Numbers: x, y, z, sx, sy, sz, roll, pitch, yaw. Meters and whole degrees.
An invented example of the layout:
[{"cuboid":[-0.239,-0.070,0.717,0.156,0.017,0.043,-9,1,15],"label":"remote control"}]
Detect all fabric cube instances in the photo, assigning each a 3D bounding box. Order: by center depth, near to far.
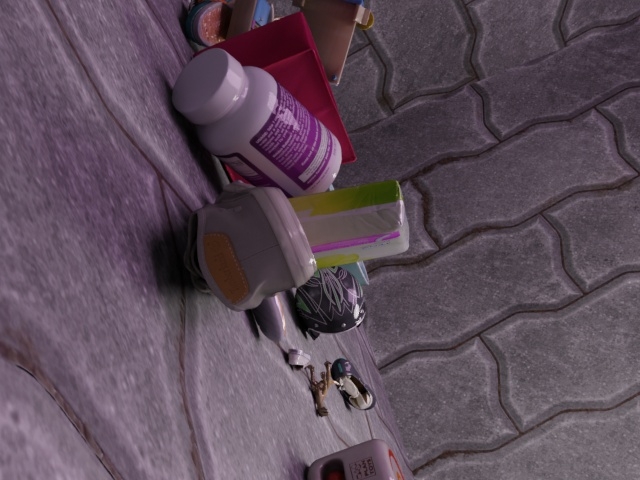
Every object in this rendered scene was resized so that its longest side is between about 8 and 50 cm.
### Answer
[{"cuboid":[-0.098,-0.273,1.660,0.258,0.254,0.259,-104,173,-58],"label":"fabric cube"}]

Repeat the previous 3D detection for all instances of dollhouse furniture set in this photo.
[{"cuboid":[-0.051,-0.426,1.880,0.198,0.304,0.286,-36,140,-81],"label":"dollhouse furniture set"}]

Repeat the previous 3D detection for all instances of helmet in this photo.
[{"cuboid":[0.021,0.137,1.800,0.161,0.170,0.169,98,-25,-65],"label":"helmet"}]

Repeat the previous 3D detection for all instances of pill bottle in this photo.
[{"cuboid":[-0.109,-0.195,1.414,0.301,0.169,0.169,38,26,-44],"label":"pill bottle"}]

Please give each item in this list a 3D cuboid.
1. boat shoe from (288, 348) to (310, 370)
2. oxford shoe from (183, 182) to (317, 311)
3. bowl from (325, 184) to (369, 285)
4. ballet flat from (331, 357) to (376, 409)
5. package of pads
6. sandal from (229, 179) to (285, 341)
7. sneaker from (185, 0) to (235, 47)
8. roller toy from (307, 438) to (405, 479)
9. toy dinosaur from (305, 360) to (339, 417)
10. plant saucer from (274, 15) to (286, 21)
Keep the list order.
[{"cuboid":[-0.041,0.223,1.500,0.100,0.035,0.035,67,30,-73],"label":"boat shoe"},{"cuboid":[-0.114,0.015,1.060,0.169,0.130,0.449,64,-10,-4],"label":"oxford shoe"},{"cuboid":[0.000,0.000,2.156,0.311,0.163,0.311,-21,90,-86],"label":"bowl"},{"cuboid":[0.086,0.380,2.046,0.203,0.074,0.074,59,10,-34],"label":"ballet flat"},{"cuboid":[0.009,-0.016,1.468,0.229,0.297,0.101,51,31,-76],"label":"package of pads"},{"cuboid":[-0.089,0.029,1.317,0.102,0.076,0.265,-12,-85,59],"label":"sandal"},{"cuboid":[-0.261,-0.507,1.873,0.302,0.121,0.108,-54,151,-64],"label":"sneaker"},{"cuboid":[0.075,0.412,1.255,0.209,0.146,0.191,40,28,-80],"label":"roller toy"},{"cuboid":[0.001,0.294,1.646,0.183,0.053,0.092,-59,144,-75],"label":"toy dinosaur"},{"cuboid":[-0.135,-0.484,2.232,0.041,0.278,0.277,42,-14,39],"label":"plant saucer"}]
